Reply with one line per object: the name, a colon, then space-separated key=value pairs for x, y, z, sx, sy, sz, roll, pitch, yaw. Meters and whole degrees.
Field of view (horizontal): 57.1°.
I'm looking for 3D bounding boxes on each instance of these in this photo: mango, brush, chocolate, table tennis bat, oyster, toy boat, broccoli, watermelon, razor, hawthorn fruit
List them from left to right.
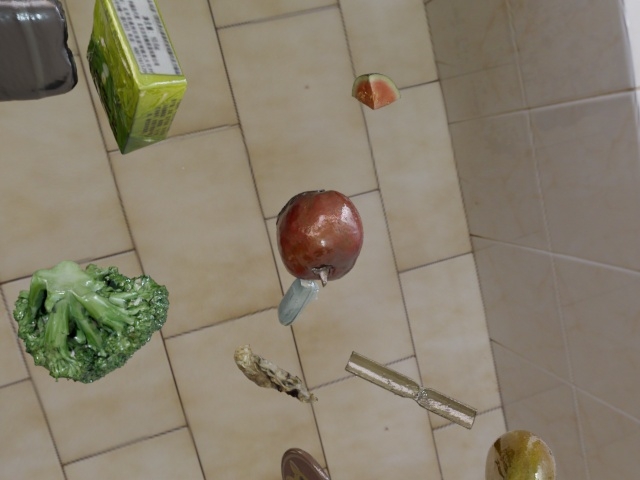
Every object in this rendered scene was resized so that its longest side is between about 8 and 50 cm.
razor: x=-0.661 y=-0.370 z=1.145 sx=0.349 sy=0.113 sz=0.204 roll=-7 pitch=120 yaw=-7
broccoli: x=-0.447 y=0.137 z=1.129 sx=0.295 sy=0.245 sz=0.265 roll=7 pitch=52 yaw=-2
chocolate: x=-0.445 y=-0.407 z=1.407 sx=0.137 sy=0.289 sz=0.300 roll=-16 pitch=77 yaw=-31
oyster: x=-0.144 y=0.441 z=1.855 sx=0.294 sy=0.166 sz=0.094 roll=34 pitch=81 yaw=10
toy boat: x=-0.069 y=0.185 z=1.749 sx=0.085 sy=0.260 sz=0.078 roll=1 pitch=55 yaw=-24
hawthorn fruit: x=0.000 y=0.000 z=1.392 sx=0.215 sy=0.249 sz=0.215 roll=-1 pitch=138 yaw=-1
table tennis bat: x=0.043 y=0.312 z=0.743 sx=0.119 sy=0.170 sz=0.107 roll=-18 pitch=132 yaw=-37
watermelon: x=0.155 y=-0.390 z=1.572 sx=0.135 sy=0.125 sz=0.094 roll=10 pitch=70 yaw=-16
brush: x=0.163 y=0.272 z=1.074 sx=0.248 sy=0.036 sz=0.043 roll=21 pitch=76 yaw=19
mango: x=0.282 y=0.339 z=0.826 sx=0.099 sy=0.227 sz=0.136 roll=6 pitch=83 yaw=17
